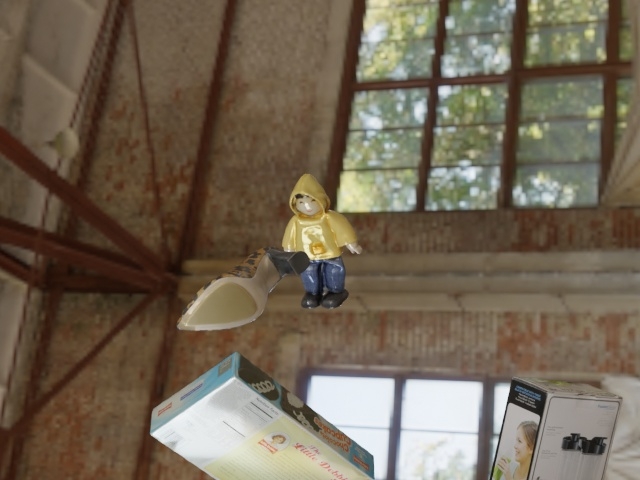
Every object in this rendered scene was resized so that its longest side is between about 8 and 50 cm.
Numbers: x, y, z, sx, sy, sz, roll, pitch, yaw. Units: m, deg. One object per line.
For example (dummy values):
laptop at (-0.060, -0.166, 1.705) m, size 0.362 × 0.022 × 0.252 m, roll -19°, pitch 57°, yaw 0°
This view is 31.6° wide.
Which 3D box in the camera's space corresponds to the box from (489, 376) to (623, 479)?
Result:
box at (0.356, 0.366, 1.770) m, size 0.169 × 0.087 × 0.290 m, roll 8°, pitch -84°, yaw -33°

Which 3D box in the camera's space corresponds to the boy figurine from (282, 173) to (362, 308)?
boy figurine at (0.000, 0.000, 2.384) m, size 0.092 × 0.177 × 0.285 m, roll -52°, pitch -40°, yaw -58°

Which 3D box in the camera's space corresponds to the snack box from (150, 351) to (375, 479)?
snack box at (-0.087, 0.323, 1.785) m, size 0.322 × 0.187 × 0.060 m, roll 41°, pitch -153°, yaw -27°

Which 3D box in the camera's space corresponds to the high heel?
high heel at (-0.157, 0.090, 1.980) m, size 0.261 × 0.186 × 0.093 m, roll -29°, pitch -79°, yaw -22°
